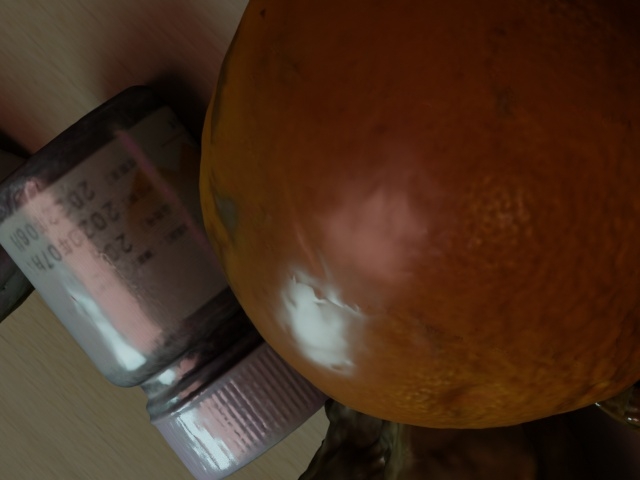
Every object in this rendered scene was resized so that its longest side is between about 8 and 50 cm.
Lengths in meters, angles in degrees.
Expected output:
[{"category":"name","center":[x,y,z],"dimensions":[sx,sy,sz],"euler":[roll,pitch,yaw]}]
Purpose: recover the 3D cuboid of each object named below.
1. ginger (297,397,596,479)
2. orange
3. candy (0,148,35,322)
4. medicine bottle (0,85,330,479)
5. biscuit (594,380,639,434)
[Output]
[{"category":"ginger","center":[0.102,0.193,1.365],"dimensions":[0.223,0.269,0.200],"euler":[23,-179,-22]},{"category":"orange","center":[0.084,-0.047,1.067],"dimensions":[0.312,0.312,0.312],"euler":[28,139,28]},{"category":"candy","center":[-0.337,-0.001,1.665],"dimensions":[0.185,0.195,0.137],"euler":[37,145,12]},{"category":"medicine bottle","center":[-0.112,0.033,1.472],"dimensions":[0.273,0.165,0.165],"euler":[51,145,-3]},{"category":"biscuit","center":[0.236,0.118,1.152],"dimensions":[0.182,0.215,0.034],"euler":[25,94,43]}]
